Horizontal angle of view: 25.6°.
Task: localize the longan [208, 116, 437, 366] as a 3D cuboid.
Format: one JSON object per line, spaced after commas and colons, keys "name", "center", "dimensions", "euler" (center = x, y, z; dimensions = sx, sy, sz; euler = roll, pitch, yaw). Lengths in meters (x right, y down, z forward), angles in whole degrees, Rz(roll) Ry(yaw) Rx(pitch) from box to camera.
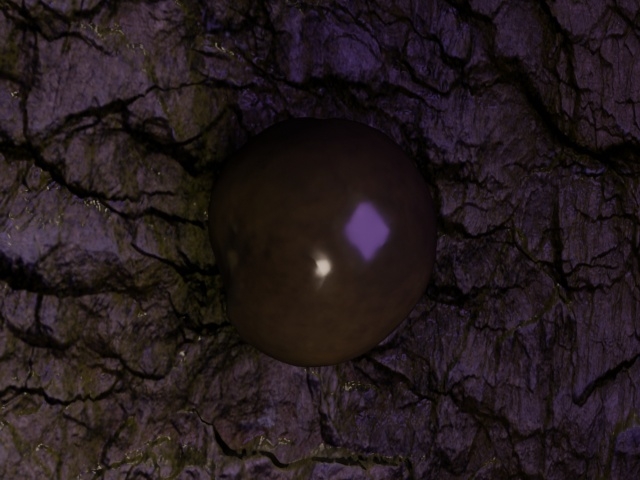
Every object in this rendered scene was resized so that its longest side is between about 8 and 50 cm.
{"name": "longan", "center": [0.000, 0.000, 1.802], "dimensions": [0.319, 0.319, 0.319], "euler": [-1, 91, -51]}
